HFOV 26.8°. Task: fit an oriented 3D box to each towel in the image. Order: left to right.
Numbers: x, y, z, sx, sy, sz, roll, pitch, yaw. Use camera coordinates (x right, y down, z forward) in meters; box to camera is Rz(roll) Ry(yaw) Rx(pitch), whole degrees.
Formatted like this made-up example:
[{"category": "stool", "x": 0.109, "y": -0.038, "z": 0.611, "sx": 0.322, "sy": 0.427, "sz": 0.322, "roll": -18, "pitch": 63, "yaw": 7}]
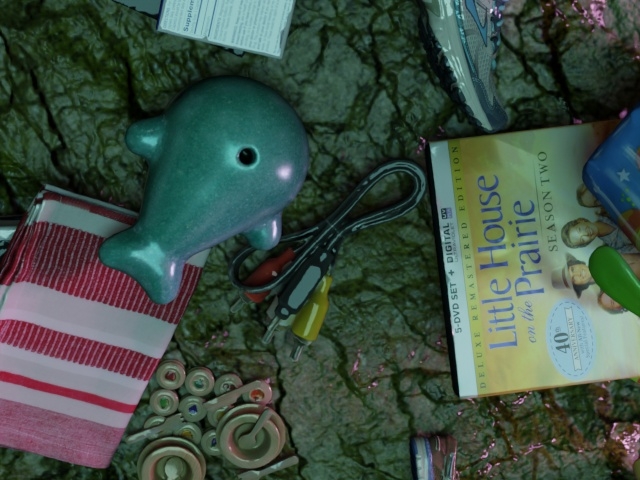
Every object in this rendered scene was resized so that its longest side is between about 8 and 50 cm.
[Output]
[{"category": "towel", "x": -0.286, "y": 0.112, "z": 1.574, "sx": 0.237, "sy": 0.037, "sz": 0.329, "roll": 18, "pitch": 107, "yaw": -33}]

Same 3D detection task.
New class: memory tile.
[{"category": "memory tile", "x": -0.140, "y": 0.212, "z": 1.669, "sx": 0.148, "sy": 0.012, "sz": 0.113, "roll": 13, "pitch": 107, "yaw": -9}]

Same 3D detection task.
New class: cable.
[{"category": "cable", "x": 0.000, "y": 0.000, "z": 1.597, "sx": 0.139, "sy": 0.072, "sz": 0.287, "roll": 38, "pitch": 95, "yaw": -1}]

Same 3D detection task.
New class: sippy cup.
[{"category": "sippy cup", "x": 0.412, "y": -0.057, "z": 1.445, "sx": 0.224, "sy": 0.305, "sz": 0.240, "roll": 44, "pitch": 117, "yaw": 9}]

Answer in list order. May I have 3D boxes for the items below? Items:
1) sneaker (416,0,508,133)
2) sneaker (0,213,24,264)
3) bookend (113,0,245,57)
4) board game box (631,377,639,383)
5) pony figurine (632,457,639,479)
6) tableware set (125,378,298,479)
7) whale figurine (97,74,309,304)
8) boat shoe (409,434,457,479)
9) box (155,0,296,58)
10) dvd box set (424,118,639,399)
[{"category": "sneaker", "x": 0.169, "y": -0.256, "z": 1.493, "sx": 0.122, "sy": 0.110, "sz": 0.283, "roll": -23, "pitch": 108, "yaw": 0}, {"category": "sneaker", "x": -0.398, "y": 0.034, "z": 1.557, "sx": 0.216, "sy": 0.079, "sz": 0.121, "roll": 0, "pitch": 106, "yaw": -6}, {"category": "bookend", "x": -0.126, "y": -0.306, "z": 1.472, "sx": 0.157, "sy": 0.072, "sz": 0.156, "roll": 22, "pitch": 104, "yaw": -10}, {"category": "board game box", "x": 0.349, "y": 0.099, "z": 1.653, "sx": 0.181, "sy": 0.043, "sz": 0.092, "roll": 27, "pitch": 104, "yaw": -12}, {"category": "pony figurine", "x": 0.497, "y": 0.471, "z": 1.614, "sx": 0.351, "sy": 0.363, "sz": 0.303, "roll": 41, "pitch": 128, "yaw": -15}, {"category": "tableware set", "x": -0.135, "y": 0.267, "z": 1.660, "sx": 0.194, "sy": 0.039, "sz": 0.128, "roll": -24, "pitch": 108, "yaw": 4}, {"category": "whale figurine", "x": -0.127, "y": -0.057, "z": 1.491, "sx": 0.216, "sy": 0.141, "sz": 0.272, "roll": 41, "pitch": 83, "yaw": -17}, {"category": "boat shoe", "x": 0.155, "y": 0.335, "z": 1.703, "sx": 0.066, "sy": 0.066, "sz": 0.183, "roll": -7, "pitch": 108, "yaw": -3}, {"category": "box", "x": -0.093, "y": -0.269, "z": 1.408, "sx": 0.137, "sy": 0.072, "sz": 0.126, "roll": 12, "pitch": 106, "yaw": -8}, {"category": "dvd box set", "x": 0.346, "y": 0.009, "z": 1.574, "sx": 0.420, "sy": 0.062, "sz": 0.308, "roll": -6, "pitch": 91, "yaw": -2}]
